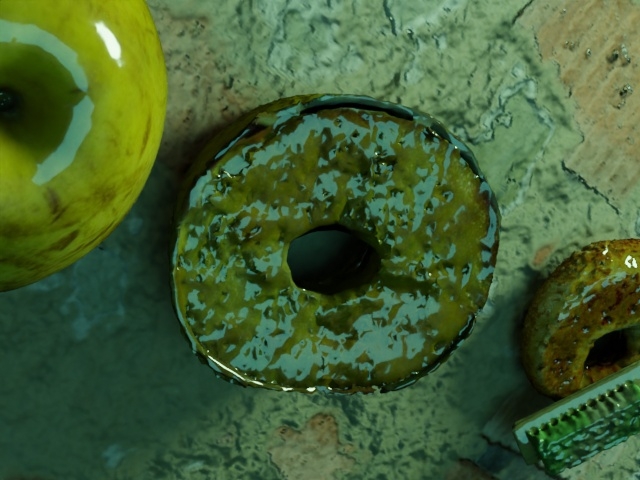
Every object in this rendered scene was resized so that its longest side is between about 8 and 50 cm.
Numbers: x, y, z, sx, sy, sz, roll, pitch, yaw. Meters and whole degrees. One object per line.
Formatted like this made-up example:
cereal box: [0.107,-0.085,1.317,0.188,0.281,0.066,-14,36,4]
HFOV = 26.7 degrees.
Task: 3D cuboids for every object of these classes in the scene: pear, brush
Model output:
pear: [-0.225,-0.097,0.846,0.280,0.281,0.281,-9,114,-20]
brush: [0.310,0.132,1.232,0.282,0.048,0.054,-28,127,-1]

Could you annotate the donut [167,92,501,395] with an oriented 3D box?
donut: [0.000,0.000,1.080,0.272,0.107,0.272,-6,109,-18]

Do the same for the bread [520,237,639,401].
bread: [0.271,0.082,1.253,0.193,0.064,0.193,-8,118,-15]
